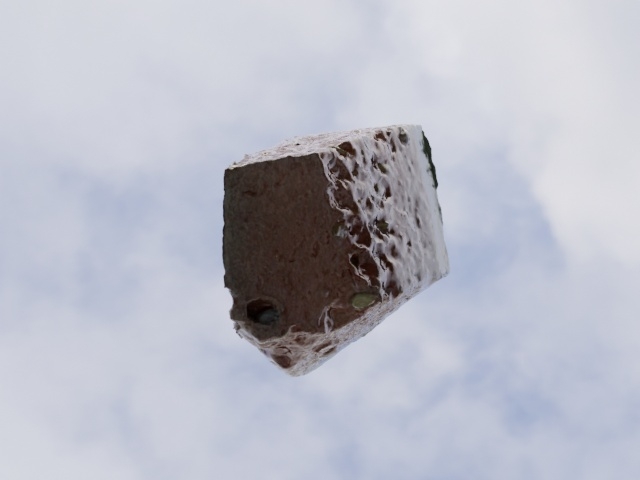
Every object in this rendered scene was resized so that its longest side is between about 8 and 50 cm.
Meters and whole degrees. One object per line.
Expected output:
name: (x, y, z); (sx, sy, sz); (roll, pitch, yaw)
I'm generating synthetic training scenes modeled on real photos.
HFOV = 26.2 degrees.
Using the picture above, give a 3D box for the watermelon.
watermelon: (0.000, 0.000, 0.990); (0.140, 0.257, 0.192); (-6, -96, 17)
